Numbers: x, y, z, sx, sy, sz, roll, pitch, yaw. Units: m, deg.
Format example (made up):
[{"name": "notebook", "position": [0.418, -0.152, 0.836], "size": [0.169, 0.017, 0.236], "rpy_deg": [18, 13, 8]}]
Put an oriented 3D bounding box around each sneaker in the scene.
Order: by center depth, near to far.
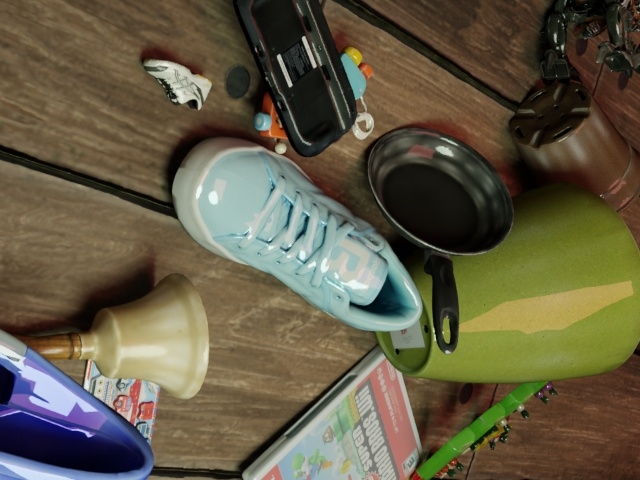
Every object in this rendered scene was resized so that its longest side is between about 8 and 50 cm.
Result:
[{"name": "sneaker", "position": [-0.140, -0.151, 0.955], "size": [0.083, 0.032, 0.037], "rpy_deg": [19, 89, -48]}, {"name": "sneaker", "position": [0.000, 0.000, 1.074], "size": [0.366, 0.150, 0.135], "rpy_deg": [32, 79, -48]}]

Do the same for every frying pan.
[{"name": "frying pan", "position": [0.164, -0.004, 1.180], "size": [0.197, 0.326, 0.053], "rpy_deg": [-3, 147, -27]}]

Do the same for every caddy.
[{"name": "caddy", "position": [-0.292, 0.136, 0.714], "size": [0.341, 0.241, 0.179], "rpy_deg": [25, 92, -30]}]

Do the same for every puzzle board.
[{"name": "puzzle board", "position": [-0.208, 0.180, 1.016], "size": [0.096, 0.011, 0.128], "rpy_deg": [2, 102, -48]}]

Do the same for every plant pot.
[{"name": "plant pot", "position": [0.223, 0.078, 1.296], "size": [0.293, 0.275, 0.275], "rpy_deg": [-11, 113, -29]}, {"name": "plant pot", "position": [0.369, -0.132, 1.432], "size": [0.167, 0.167, 0.165], "rpy_deg": [-56, 130, -18]}]

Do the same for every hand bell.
[{"name": "hand bell", "position": [-0.238, 0.100, 0.906], "size": [0.242, 0.126, 0.126], "rpy_deg": [-3, 106, -35]}]

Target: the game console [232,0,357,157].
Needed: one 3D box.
[{"name": "game console", "position": [-0.062, -0.246, 0.959], "size": [0.213, 0.044, 0.361], "rpy_deg": [-39, 119, -31]}]

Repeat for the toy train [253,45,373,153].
[{"name": "toy train", "position": [-0.012, -0.159, 1.078], "size": [0.166, 0.046, 0.125], "rpy_deg": [-5, 101, -44]}]

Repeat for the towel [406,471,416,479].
[{"name": "towel", "position": [0.061, 0.412, 1.390], "size": [0.237, 0.021, 0.102], "rpy_deg": [-51, 140, -24]}]

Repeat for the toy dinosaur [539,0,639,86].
[{"name": "toy dinosaur", "position": [0.383, -0.343, 1.410], "size": [0.322, 0.164, 0.218], "rpy_deg": [3, 87, -30]}]

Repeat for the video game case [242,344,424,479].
[{"name": "video game case", "position": [0.028, 0.294, 1.277], "size": [0.285, 0.025, 0.204], "rpy_deg": [-38, 123, -37]}]

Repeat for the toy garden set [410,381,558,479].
[{"name": "toy garden set", "position": [0.237, 0.291, 1.434], "size": [0.244, 0.049, 0.204], "rpy_deg": [-28, 161, -35]}]
